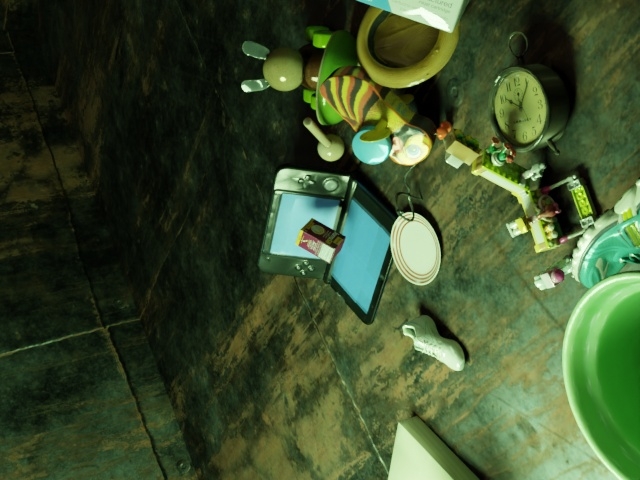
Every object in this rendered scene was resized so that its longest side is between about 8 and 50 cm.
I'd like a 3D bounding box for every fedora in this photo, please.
[{"bbox_3d":[0.157,-0.344,1.512,0.194,0.079,0.194,-3,85,31],"label":"fedora"}]

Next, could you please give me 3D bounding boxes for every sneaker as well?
[{"bbox_3d":[0.432,-0.009,1.175,0.110,0.107,0.275,57,145,21],"label":"sneaker"},{"bbox_3d":[0.212,0.199,1.670,0.152,0.061,0.053,42,133,44],"label":"sneaker"}]

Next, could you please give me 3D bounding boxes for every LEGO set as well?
[{"bbox_3d":[0.314,-0.075,1.319,0.287,0.132,0.107,55,144,-4],"label":"LEGO set"}]

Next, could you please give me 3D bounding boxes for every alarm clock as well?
[{"bbox_3d":[0.313,-0.220,1.336,0.129,0.064,0.192,0,104,60],"label":"alarm clock"}]

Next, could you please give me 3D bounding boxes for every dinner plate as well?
[{"bbox_3d":[0.184,0.015,1.687,0.141,0.017,0.141,26,123,49],"label":"dinner plate"}]

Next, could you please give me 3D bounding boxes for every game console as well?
[{"bbox_3d":[0.010,0.013,1.850,0.173,0.250,0.293,-95,15,-51],"label":"game console"}]

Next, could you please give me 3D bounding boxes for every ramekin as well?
[{"bbox_3d":[0.470,0.173,1.124,0.303,0.148,0.303,30,125,53],"label":"ramekin"}]

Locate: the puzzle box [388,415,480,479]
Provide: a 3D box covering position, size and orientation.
[{"bbox_3d":[0.226,0.597,1.800,0.272,0.052,0.408,42,135,46],"label":"puzzle box"}]

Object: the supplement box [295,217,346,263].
[{"bbox_3d":[0.000,0.000,1.793,0.083,0.055,0.043,29,129,11],"label":"supplement box"}]

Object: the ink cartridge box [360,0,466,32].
[{"bbox_3d":[0.159,-0.488,1.282,0.198,0.197,0.270,21,134,7],"label":"ink cartridge box"}]

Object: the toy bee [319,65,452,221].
[{"bbox_3d":[0.144,-0.201,1.576,0.162,0.298,0.195,-26,39,33],"label":"toy bee"}]

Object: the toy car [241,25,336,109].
[{"bbox_3d":[-0.067,-0.350,1.795,0.149,0.188,0.155,-123,33,-66],"label":"toy car"}]

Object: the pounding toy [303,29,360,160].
[{"bbox_3d":[0.063,-0.278,1.686,0.183,0.110,0.236,62,-138,-69],"label":"pounding toy"}]
